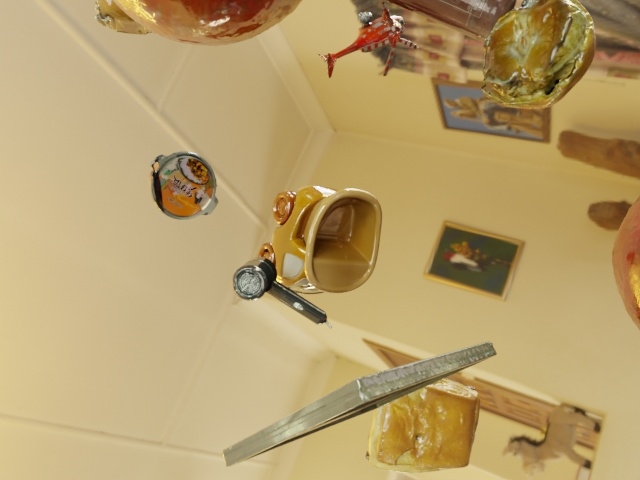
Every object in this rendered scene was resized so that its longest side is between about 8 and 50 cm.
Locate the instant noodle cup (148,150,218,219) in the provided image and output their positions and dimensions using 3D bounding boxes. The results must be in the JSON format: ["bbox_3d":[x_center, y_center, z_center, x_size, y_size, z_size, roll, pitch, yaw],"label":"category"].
[{"bbox_3d":[-0.385,-0.153,1.581,0.177,0.125,0.208,-42,-59,-18],"label":"instant noodle cup"}]

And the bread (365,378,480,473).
[{"bbox_3d":[0.222,0.388,1.245,0.099,0.235,0.210,-164,84,-75],"label":"bread"}]

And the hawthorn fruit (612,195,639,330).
[{"bbox_3d":[0.566,0.028,0.863,0.300,0.275,0.275,-89,-3,-58],"label":"hawthorn fruit"}]

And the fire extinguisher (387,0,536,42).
[{"bbox_3d":[0.212,-0.371,0.913,0.105,0.269,0.105,-60,-9,-16],"label":"fire extinguisher"}]

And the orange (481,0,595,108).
[{"bbox_3d":[0.300,-0.248,0.803,0.112,0.170,0.160,9,-51,-37],"label":"orange"}]

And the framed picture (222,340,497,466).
[{"bbox_3d":[0.040,0.128,0.479,0.203,0.150,0.015,0,-120,-50],"label":"framed picture"}]

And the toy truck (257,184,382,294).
[{"bbox_3d":[0.000,0.000,1.343,0.204,0.211,0.288,6,-74,-36],"label":"toy truck"}]

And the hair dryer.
[{"bbox_3d":[-0.069,0.115,1.173,0.071,0.219,0.124,-57,1,9],"label":"hair dryer"}]

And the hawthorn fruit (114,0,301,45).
[{"bbox_3d":[-0.123,-0.304,0.561,0.231,0.235,0.263,65,-152,-2],"label":"hawthorn fruit"}]

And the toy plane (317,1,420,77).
[{"bbox_3d":[0.076,-0.331,1.010,0.194,0.077,0.126,-46,-37,-10],"label":"toy plane"}]

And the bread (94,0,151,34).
[{"bbox_3d":[-0.377,-0.540,1.166,0.136,0.107,0.241,0,-92,-19],"label":"bread"}]

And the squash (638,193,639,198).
[{"bbox_3d":[0.754,-0.183,1.185,0.101,0.101,0.379,-43,-24,-47],"label":"squash"}]
